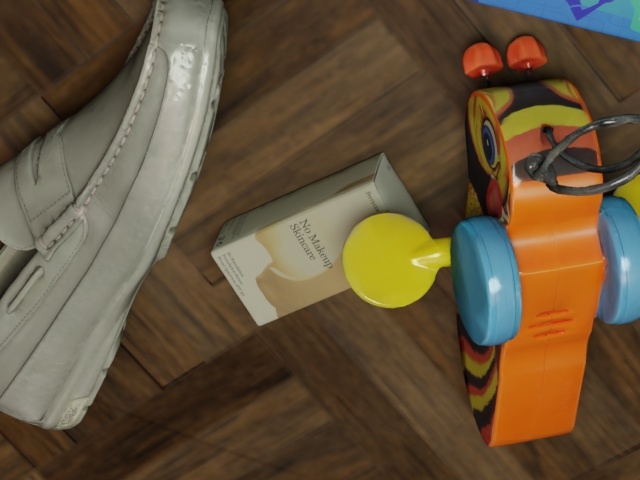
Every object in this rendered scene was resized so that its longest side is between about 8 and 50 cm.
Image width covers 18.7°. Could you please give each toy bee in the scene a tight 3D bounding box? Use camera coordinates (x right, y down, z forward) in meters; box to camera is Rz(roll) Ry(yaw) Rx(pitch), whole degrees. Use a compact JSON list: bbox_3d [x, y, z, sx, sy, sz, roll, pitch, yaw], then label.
[{"bbox_3d":[0.126,-0.025,1.070,0.195,0.162,0.298,5,141,-27],"label":"toy bee"}]

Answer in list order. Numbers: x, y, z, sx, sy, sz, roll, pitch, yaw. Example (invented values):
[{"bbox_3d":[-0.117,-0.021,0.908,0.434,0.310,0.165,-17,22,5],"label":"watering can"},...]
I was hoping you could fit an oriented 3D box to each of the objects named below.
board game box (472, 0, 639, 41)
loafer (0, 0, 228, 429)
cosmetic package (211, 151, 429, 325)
[{"bbox_3d":[0.191,-0.179,1.003,0.210,0.047,0.160,13,122,3],"label":"board game box"},{"bbox_3d":[-0.143,-0.017,1.133,0.111,0.112,0.319,21,123,-11],"label":"loafer"},{"bbox_3d":[0.000,0.000,1.152,0.115,0.041,0.060,-25,112,24],"label":"cosmetic package"}]
